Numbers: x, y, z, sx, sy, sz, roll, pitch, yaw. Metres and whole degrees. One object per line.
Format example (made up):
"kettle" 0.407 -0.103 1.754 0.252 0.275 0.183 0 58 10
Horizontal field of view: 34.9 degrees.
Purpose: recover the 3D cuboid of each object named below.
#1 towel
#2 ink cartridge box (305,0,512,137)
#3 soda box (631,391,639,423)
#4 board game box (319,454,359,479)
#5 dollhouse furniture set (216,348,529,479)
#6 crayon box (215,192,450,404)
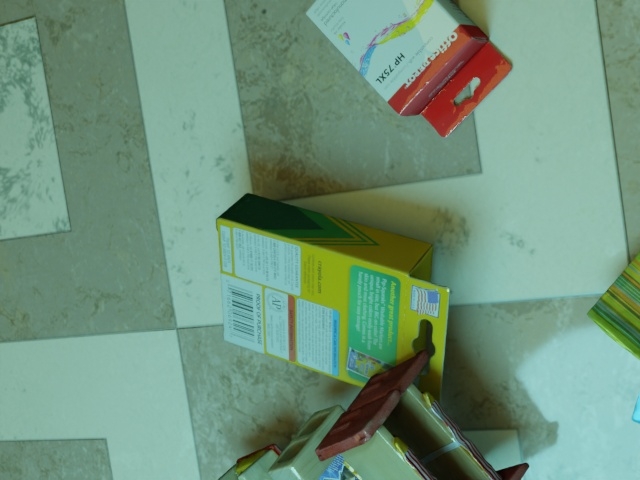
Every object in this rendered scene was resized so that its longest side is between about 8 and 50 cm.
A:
"towel" 0.417 0.028 1.158 0.102 0.021 0.237 40 96 18
"ink cartridge box" 0.110 -0.251 1.271 0.231 0.078 0.134 48 114 12
"soda box" 0.473 0.203 1.166 0.210 0.067 0.071 18 104 22
"board game box" 0.089 0.348 1.388 0.201 0.035 0.136 24 107 21
"dollhouse furniture set" 0.050 0.307 1.309 0.201 0.152 0.374 50 139 -6
"crayon box" 0.026 0.078 1.319 0.323 0.083 0.203 17 126 23
